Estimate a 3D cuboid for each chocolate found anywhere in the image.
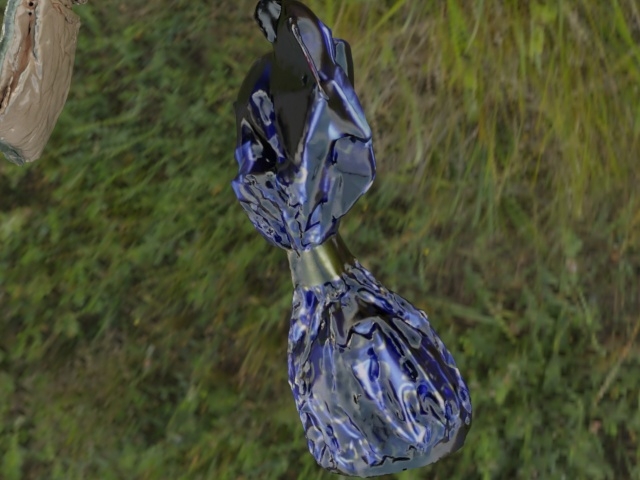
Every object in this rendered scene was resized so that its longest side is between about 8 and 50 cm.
[{"bbox_3d":[0.001,-0.005,1.160,0.126,0.148,0.343,-22,106,-11],"label":"chocolate"}]

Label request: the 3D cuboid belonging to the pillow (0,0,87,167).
[{"bbox_3d":[-0.181,-0.167,1.093,0.043,0.126,0.232,12,83,3],"label":"pillow"}]
